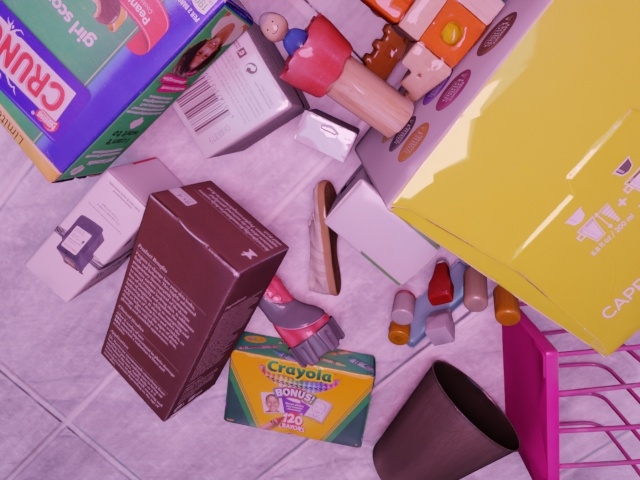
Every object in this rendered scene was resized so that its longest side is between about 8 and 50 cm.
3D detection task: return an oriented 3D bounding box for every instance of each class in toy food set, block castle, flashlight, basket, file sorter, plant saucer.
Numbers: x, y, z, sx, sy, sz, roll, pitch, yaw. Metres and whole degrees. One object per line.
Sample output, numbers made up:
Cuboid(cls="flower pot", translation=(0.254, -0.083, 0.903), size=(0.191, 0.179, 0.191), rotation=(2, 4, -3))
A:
Cuboid(cls="toy food set", translation=(0.222, 0.105, 0.821), size=(0.232, 0.104, 0.111), rotation=(-22, 117, 30))
Cuboid(cls="block castle", translation=(0.114, -0.378, 0.569), size=(0.213, 0.303, 0.453), rotation=(32, 111, -16))
Cuboid(cls="flashlight", translation=(-0.082, 0.082, 0.835), size=(0.304, 0.103, 0.103), rotation=(55, 149, 0))
Cuboid(cls="basket", translation=(0.217, 0.377, 0.877), size=(0.204, 0.154, 0.227), rotation=(43, 111, 9))
Cuboid(cls="file sorter", translation=(0.439, 0.262, 0.791), size=(0.182, 0.202, 0.290), rotation=(-7, 105, 5))
Cuboid(cls="plant saucer", translation=(0.216, 0.121, 0.868), size=(0.067, 0.018, 0.192), rotation=(40, 106, -6))

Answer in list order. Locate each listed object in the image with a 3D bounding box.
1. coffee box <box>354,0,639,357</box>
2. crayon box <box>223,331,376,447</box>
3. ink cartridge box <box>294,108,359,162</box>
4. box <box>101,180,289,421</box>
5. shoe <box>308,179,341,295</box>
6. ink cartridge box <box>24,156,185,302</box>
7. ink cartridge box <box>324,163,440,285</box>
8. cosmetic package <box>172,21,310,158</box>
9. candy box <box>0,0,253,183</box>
Cuboid(cls="coffee box", translation=(0.291, -0.129, 0.595), size=(0.338, 0.334, 0.337), rotation=(33, 107, -13))
Cuboid(cls="crayon box", translation=(-0.041, 0.293, 0.914), size=(0.279, 0.081, 0.165), rotation=(10, 107, 4))
Cuboid(cls="ink cartridge box", translation=(0.013, -0.173, 0.749), size=(0.089, 0.122, 0.052), rotation=(25, 107, -1))
Cuboid(cls="box", translation=(-0.229, 0.109, 0.787), size=(0.191, 0.143, 0.381), rotation=(40, 124, 15))
Cuboid(cls="shoe", translation=(0.000, 0.000, 0.825), size=(0.058, 0.076, 0.219), rotation=(3, 111, 19))
Cuboid(cls="ink cartridge box", translation=(-0.366, -0.024, 0.810), size=(0.237, 0.172, 0.100), rotation=(-41, 98, 16))
Cuboid(cls="ink cartridge box", translation=(0.100, -0.040, 0.735), size=(0.153, 0.208, 0.087), rotation=(40, 110, -5))
Cuboid(cls="cosmetic package", translation=(-0.127, -0.234, 0.715), size=(0.151, 0.183, 0.151), rotation=(-28, 100, 14))
Cuboid(cls="candy box", translation=(-0.293, -0.276, 0.573), size=(0.317, 0.122, 0.268), rotation=(-39, 94, 17))
